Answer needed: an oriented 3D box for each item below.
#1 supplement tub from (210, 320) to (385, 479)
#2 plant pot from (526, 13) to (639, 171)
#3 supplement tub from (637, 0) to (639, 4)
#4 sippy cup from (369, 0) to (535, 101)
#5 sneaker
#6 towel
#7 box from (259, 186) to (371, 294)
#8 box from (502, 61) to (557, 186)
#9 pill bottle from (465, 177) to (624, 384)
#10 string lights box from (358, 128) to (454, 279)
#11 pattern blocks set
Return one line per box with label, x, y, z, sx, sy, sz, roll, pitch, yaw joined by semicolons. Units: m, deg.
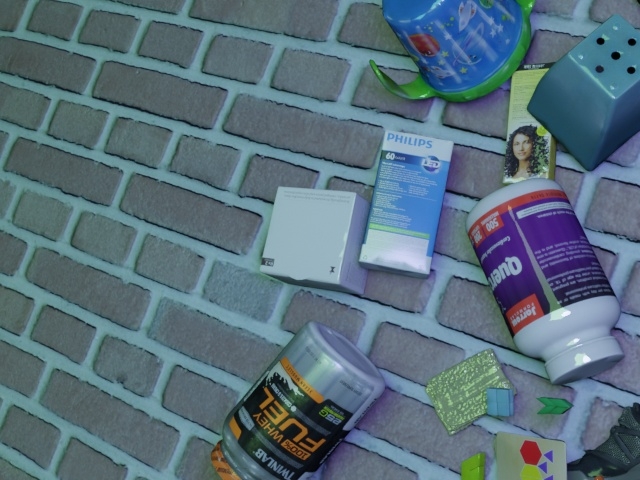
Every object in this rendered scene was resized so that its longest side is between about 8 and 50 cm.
supplement tub;-0.046;0.321;1.599;0.193;0.193;0.316;43;98;30
plant pot;0.465;-0.257;1.436;0.165;0.234;0.165;-40;74;-2
supplement tub;0.632;-0.504;1.527;0.106;0.106;0.197;17;85;30
sippy cup;0.237;-0.411;1.609;0.240;0.224;0.305;18;79;45
sneaker;0.473;0.339;1.391;0.228;0.087;0.130;-25;42;37
towel;0.266;0.267;1.547;0.148;0.027;0.110;-35;62;16
box;0.000;0.000;1.707;0.181;0.119;0.181;7;79;29
box;0.391;-0.208;1.597;0.087;0.058;0.232;-1;75;27
pill bottle;0.378;0.069;1.454;0.182;0.181;0.322;-28;64;18
string lights box;0.162;-0.068;1.642;0.133;0.077;0.259;11;80;6
pattern blocks set;0.346;0.406;1.411;0.285;0.026;0.324;9;96;49
